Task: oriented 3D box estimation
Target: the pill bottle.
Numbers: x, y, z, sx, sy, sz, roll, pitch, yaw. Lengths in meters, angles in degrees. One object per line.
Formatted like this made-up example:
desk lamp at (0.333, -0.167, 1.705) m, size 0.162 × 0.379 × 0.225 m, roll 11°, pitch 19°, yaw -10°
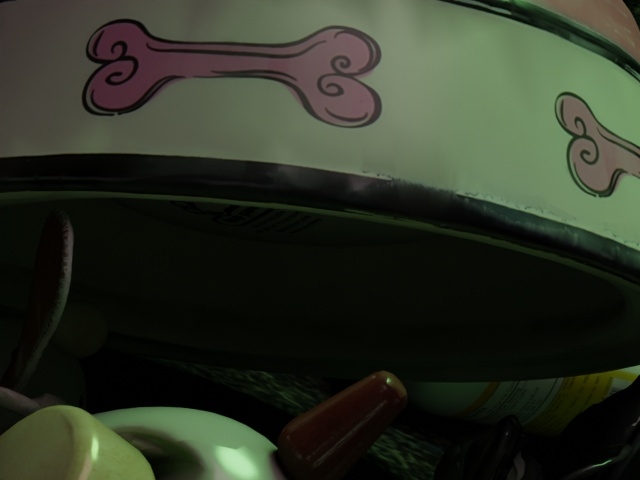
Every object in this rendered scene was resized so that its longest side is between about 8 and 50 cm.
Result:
pill bottle at (0.114, 0.061, 1.218) m, size 0.208 × 0.117 × 0.117 m, roll 13°, pitch 17°, yaw -31°

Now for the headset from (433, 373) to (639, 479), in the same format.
headset at (0.182, 0.178, 0.944) m, size 0.394 × 0.185 × 0.243 m, roll 31°, pitch 1°, yaw -42°

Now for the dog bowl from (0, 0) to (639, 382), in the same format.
dog bowl at (-0.018, -0.039, 0.931) m, size 0.408 × 0.150 × 0.408 m, roll 6°, pitch -13°, yaw 1°

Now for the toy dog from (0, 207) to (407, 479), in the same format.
toy dog at (-0.069, 0.073, 0.741) m, size 0.334 × 0.161 × 0.220 m, roll 42°, pitch -5°, yaw 44°
